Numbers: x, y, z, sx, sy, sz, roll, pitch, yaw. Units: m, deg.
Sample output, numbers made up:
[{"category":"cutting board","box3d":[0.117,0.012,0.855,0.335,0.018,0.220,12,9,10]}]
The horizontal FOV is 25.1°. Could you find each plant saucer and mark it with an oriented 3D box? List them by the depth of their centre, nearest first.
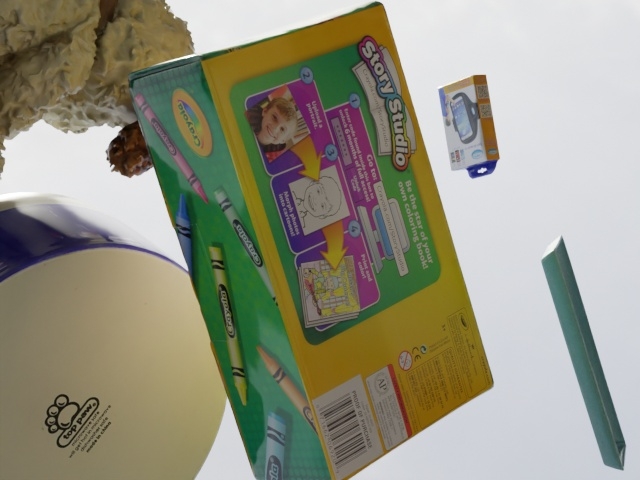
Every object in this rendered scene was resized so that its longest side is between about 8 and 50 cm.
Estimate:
[{"category":"plant saucer","box3d":[0.218,0.093,1.188,0.018,0.192,0.067,-15,-173,16]}]

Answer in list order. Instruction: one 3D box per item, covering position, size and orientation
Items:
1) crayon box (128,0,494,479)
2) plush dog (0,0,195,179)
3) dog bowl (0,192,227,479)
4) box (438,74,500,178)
[{"category":"crayon box","box3d":[0.000,0.000,0.930,0.165,0.081,0.278,-25,-79,-42]},{"category":"plush dog","box3d":[-0.190,-0.156,1.049,0.225,0.210,0.262,19,-146,-34]},{"category":"dog bowl","box3d":[-0.197,0.106,1.002,0.265,0.264,0.104,-26,-145,-30]},{"category":"box","box3d":[0.206,-0.154,1.985,0.028,0.081,0.136,-4,-96,-33]}]
